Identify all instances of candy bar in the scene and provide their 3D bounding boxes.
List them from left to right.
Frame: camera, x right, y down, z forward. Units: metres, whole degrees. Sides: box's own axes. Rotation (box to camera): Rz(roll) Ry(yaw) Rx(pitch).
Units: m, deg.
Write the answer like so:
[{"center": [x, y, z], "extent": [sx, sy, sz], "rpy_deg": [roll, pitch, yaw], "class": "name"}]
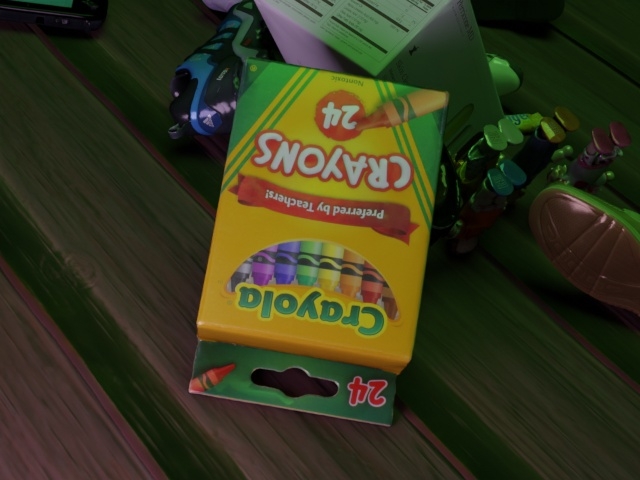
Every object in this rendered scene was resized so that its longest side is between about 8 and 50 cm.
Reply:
[{"center": [0.225, -0.149, 1.739], "extent": [0.161, 0.018, 0.040], "rpy_deg": [-7, 39, -26], "class": "candy bar"}]

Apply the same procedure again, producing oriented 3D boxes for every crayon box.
[{"center": [0.000, 0.000, 1.259], "extent": [0.202, 0.081, 0.319], "rpy_deg": [9, 75, -2], "class": "crayon box"}]

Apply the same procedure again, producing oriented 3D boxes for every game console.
[{"center": [-0.463, -0.334, 1.773], "extent": [0.361, 0.044, 0.213], "rpy_deg": [6, 36, -9], "class": "game console"}]

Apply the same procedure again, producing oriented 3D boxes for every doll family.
[{"center": [0.217, -0.079, 1.525], "extent": [0.263, 0.163, 0.118], "rpy_deg": [-19, 66, -31], "class": "doll family"}]

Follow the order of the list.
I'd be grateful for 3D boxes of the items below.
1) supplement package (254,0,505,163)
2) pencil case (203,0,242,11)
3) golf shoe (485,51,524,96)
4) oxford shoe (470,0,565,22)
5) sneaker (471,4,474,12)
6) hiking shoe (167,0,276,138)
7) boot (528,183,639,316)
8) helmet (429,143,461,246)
[{"center": [0.074, -0.208, 1.538], "extent": [0.145, 0.262, 0.204], "rpy_deg": [-46, 58, -10], "class": "supplement package"}, {"center": [-0.032, -0.328, 1.833], "extent": [0.273, 0.113, 0.124], "rpy_deg": [27, 18, 21], "class": "pencil case"}, {"center": [0.170, -0.200, 1.758], "extent": [0.198, 0.077, 0.094], "rpy_deg": [2, 46, -2], "class": "golf shoe"}, {"center": [0.260, -0.362, 2.022], "extent": [0.212, 0.076, 0.076], "rpy_deg": [14, 5, 6], "class": "oxford shoe"}, {"center": [0.179, -0.311, 1.897], "extent": [0.132, 0.086, 0.229], "rpy_deg": [-8, 39, -29], "class": "sneaker"}, {"center": [-0.124, -0.220, 1.657], "extent": [0.132, 0.113, 0.304], "rpy_deg": [-11, 26, 3], "class": "hiking shoe"}, {"center": [0.361, -0.010, 1.491], "extent": [0.262, 0.095, 0.203], "rpy_deg": [31, 36, 1], "class": "boot"}, {"center": [0.048, -0.049, 1.423], "extent": [0.169, 0.161, 0.169], "rpy_deg": [26, 54, -42], "class": "helmet"}]
